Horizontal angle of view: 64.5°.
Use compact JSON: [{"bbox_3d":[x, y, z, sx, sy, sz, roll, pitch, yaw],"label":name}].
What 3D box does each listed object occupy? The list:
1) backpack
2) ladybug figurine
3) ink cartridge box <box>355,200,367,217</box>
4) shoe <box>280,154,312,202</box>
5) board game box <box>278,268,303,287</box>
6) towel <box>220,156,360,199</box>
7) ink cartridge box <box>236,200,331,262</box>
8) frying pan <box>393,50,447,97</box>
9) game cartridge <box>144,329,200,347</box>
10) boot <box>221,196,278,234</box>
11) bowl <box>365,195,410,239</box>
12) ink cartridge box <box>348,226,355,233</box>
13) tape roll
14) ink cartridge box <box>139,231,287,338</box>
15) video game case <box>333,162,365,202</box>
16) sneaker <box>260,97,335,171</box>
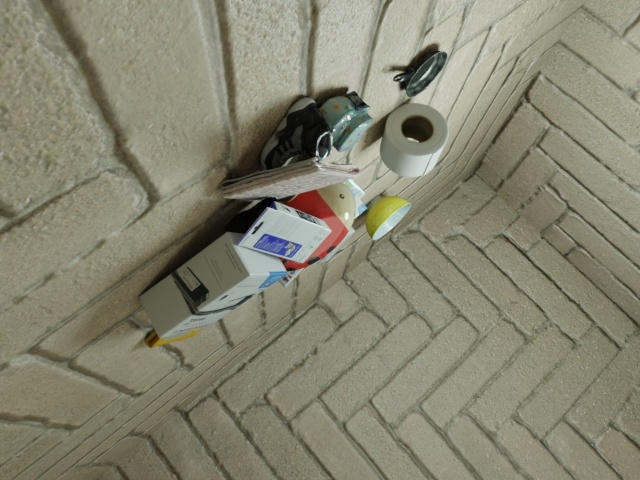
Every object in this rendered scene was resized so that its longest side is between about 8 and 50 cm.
[{"bbox_3d":[0.056,-0.353,1.537,0.188,0.144,0.166,-20,159,-49],"label":"backpack"},{"bbox_3d":[-0.054,-0.033,1.877,0.449,0.162,0.305,-39,126,7],"label":"ladybug figurine"},{"bbox_3d":[0.117,-0.163,2.247,0.092,0.143,0.090,-39,-178,-13],"label":"ink cartridge box"},{"bbox_3d":[-0.067,-0.216,1.729,0.058,0.076,0.219,-9,142,-56],"label":"shoe"},{"bbox_3d":[-0.110,0.018,2.044,0.305,0.193,0.053,-45,-170,12],"label":"board game box"},{"bbox_3d":[-0.085,-0.181,1.529,0.332,0.053,0.317,-11,178,25],"label":"towel"},{"bbox_3d":[-0.122,-0.028,1.646,0.165,0.065,0.333,-47,146,17],"label":"ink cartridge box"},{"bbox_3d":[0.326,-0.571,1.793,0.326,0.053,0.197,-32,162,-27],"label":"frying pan"},{"bbox_3d":[-0.525,0.313,2.085,0.285,0.052,0.324,-46,164,13],"label":"game cartridge"},{"bbox_3d":[-0.228,-0.079,1.629,0.198,0.076,0.137,-36,179,-15],"label":"boot"},{"bbox_3d":[0.340,-0.154,2.788,0.289,0.156,0.289,-39,165,-13],"label":"bowl"},{"bbox_3d":[0.000,0.000,2.399,0.223,0.129,0.307,-49,164,22],"label":"ink cartridge box"},{"bbox_3d":[0.366,-0.396,2.010,0.246,0.246,0.169,-38,164,-16],"label":"tape roll"},{"bbox_3d":[-0.352,0.149,1.704,0.395,0.166,0.285,-34,167,16],"label":"ink cartridge box"},{"bbox_3d":[0.050,-0.179,2.016,0.193,0.023,0.212,-44,130,7],"label":"video game case"},{"bbox_3d":[-0.064,-0.262,1.455,0.101,0.153,0.268,-21,154,-54],"label":"sneaker"}]
